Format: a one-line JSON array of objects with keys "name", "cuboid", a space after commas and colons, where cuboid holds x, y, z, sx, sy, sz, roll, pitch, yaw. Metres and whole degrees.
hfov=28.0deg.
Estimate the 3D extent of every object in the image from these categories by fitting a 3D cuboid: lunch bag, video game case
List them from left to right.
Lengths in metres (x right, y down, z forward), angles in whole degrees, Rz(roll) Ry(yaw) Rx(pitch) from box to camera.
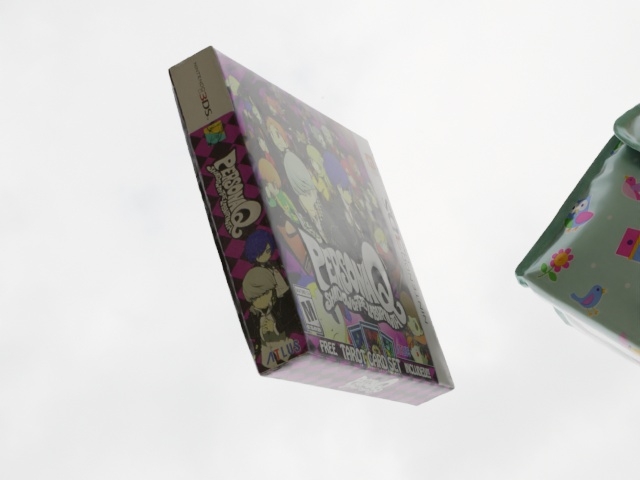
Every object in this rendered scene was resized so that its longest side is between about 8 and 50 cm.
[{"name": "video game case", "cuboid": [0.000, 0.000, 0.858, 0.041, 0.232, 0.210, -27, -113, 21]}, {"name": "lunch bag", "cuboid": [0.341, -0.008, 1.135, 0.262, 0.223, 0.160, -54, -45, -1]}]
